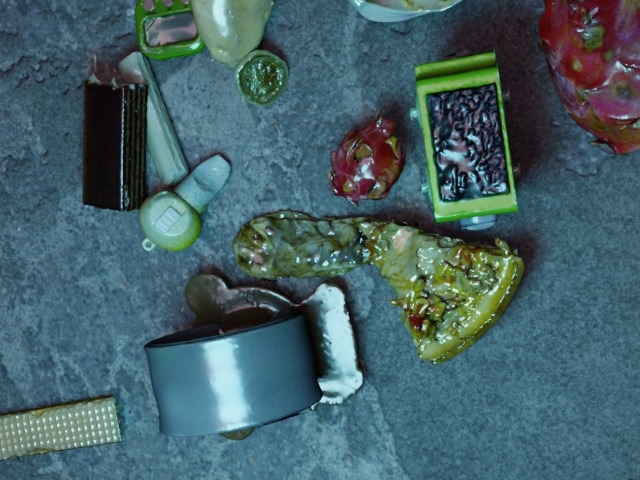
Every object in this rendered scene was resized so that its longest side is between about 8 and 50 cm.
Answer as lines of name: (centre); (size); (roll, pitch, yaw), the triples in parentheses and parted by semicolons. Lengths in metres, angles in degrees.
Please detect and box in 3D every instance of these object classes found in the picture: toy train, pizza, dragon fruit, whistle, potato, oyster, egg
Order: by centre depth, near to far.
dragon fruit: (0.530, -0.332, 1.584); (0.370, 0.249, 0.387); (19, 94, 15)
toy train: (0.238, -0.168, 1.641); (0.173, 0.249, 0.308); (-8, 90, 10)
pizza: (0.219, 0.055, 1.693); (0.251, 0.074, 0.288); (-28, 103, 21)
egg: (0.130, -0.466, 1.700); (0.270, 0.162, 0.207); (4, 57, -19)
dragon fruit: (0.089, -0.138, 1.736); (0.133, 0.136, 0.166); (20, 108, -23)
potato: (-0.162, -0.434, 1.765); (0.161, 0.128, 0.235); (16, 99, -21)
oyster: (0.000, 0.003, 1.791); (0.344, 0.078, 0.129); (-5, 83, 15)
whistle: (-0.251, -0.066, 1.833); (0.123, 0.123, 0.223); (39, 79, 8)

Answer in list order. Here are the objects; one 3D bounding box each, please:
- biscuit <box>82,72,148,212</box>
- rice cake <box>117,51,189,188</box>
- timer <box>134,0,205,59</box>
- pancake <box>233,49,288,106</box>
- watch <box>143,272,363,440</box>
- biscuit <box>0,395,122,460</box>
biscuit: (-0.383, -0.181, 1.833); (0.106, 0.070, 0.252); (9, 103, 30)
rice cake: (-0.312, -0.226, 1.854); (0.057, 0.052, 0.256); (-22, 87, 16)
timer: (-0.275, -0.404, 1.843); (0.140, 0.047, 0.128); (-7, 89, 12)
pancake: (-0.109, -0.296, 1.798); (0.108, 0.017, 0.108); (-10, 116, -21)
watch: (-0.118, 0.208, 1.682); (0.335, 0.327, 0.314); (-10, 93, 11)
biscuit: (-0.558, 0.371, 1.925); (0.378, 0.054, 0.094); (-12, 88, 12)
